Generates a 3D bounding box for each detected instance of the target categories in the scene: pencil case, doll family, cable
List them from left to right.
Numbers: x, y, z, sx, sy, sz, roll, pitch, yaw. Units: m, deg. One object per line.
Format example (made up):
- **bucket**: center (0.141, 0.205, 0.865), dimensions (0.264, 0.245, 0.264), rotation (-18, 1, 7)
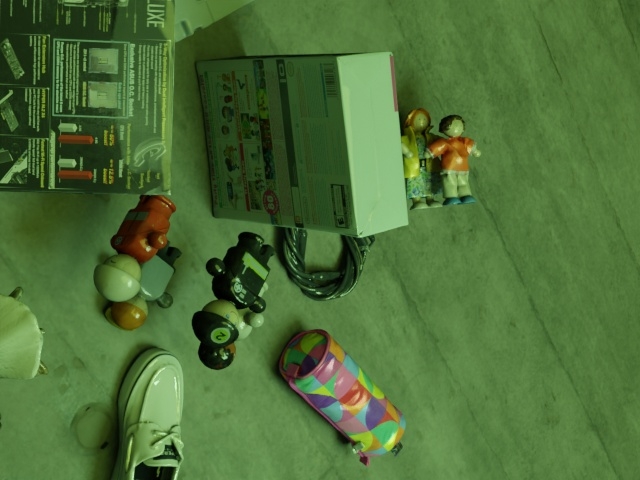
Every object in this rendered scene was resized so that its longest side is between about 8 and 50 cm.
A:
- **cable**: center (0.000, 0.000, 1.827), dimensions (0.150, 0.047, 0.184), rotation (-52, 127, -17)
- **pencil case**: center (0.036, 0.235, 1.846), dimensions (0.236, 0.104, 0.104), rotation (50, 64, -31)
- **doll family**: center (0.109, -0.126, 1.862), dimensions (0.263, 0.118, 0.163), rotation (-6, 89, -26)

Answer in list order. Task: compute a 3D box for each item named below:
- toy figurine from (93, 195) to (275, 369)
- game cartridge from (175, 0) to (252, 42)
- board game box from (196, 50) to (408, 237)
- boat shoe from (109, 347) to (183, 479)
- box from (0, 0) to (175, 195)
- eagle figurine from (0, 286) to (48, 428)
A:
- **toy figurine**: center (-0.172, 0.063, 1.553), dimensions (0.213, 0.209, 0.148), rotation (23, 66, 3)
- **game cartridge**: center (-0.130, -0.414, 1.655), dimensions (0.294, 0.060, 0.196), rotation (-36, 121, -32)
- **board game box**: center (-0.030, -0.131, 1.607), dimensions (0.097, 0.303, 0.224), rotation (-15, 106, -39)
- **boat shoe**: center (-0.223, 0.279, 1.632), dimensions (0.096, 0.088, 0.267), rotation (20, 82, -40)
- **box**: center (-0.292, -0.208, 1.444), dimensions (0.242, 0.076, 0.307), rotation (1, 95, -7)
- **eagle figurine**: center (-0.447, 0.179, 1.366), dimensions (0.298, 0.226, 0.225), rotation (-39, 139, -36)
